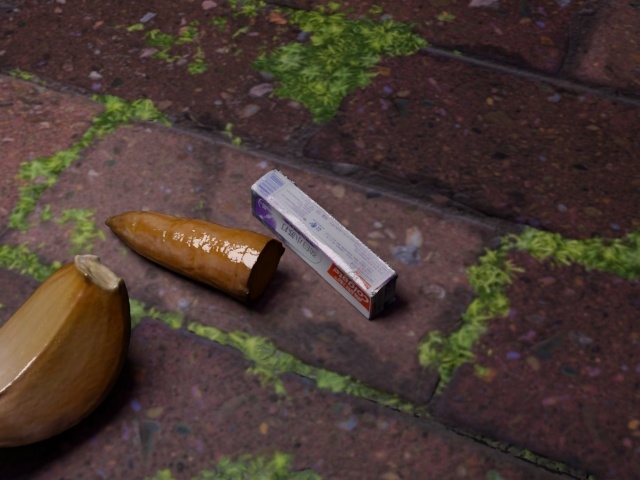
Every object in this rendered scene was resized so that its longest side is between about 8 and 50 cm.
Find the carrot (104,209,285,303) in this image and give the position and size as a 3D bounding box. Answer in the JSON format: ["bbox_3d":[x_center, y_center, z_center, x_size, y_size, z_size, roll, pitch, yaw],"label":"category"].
[{"bbox_3d":[-0.140,0.004,0.962,0.205,0.072,0.072,17,53,24],"label":"carrot"}]

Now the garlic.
[{"bbox_3d":[-0.253,0.119,0.842,0.115,0.128,0.206,49,62,-15],"label":"garlic"}]

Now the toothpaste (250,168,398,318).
[{"bbox_3d":[0.000,0.000,0.963,0.040,0.047,0.196,-32,57,-26],"label":"toothpaste"}]
